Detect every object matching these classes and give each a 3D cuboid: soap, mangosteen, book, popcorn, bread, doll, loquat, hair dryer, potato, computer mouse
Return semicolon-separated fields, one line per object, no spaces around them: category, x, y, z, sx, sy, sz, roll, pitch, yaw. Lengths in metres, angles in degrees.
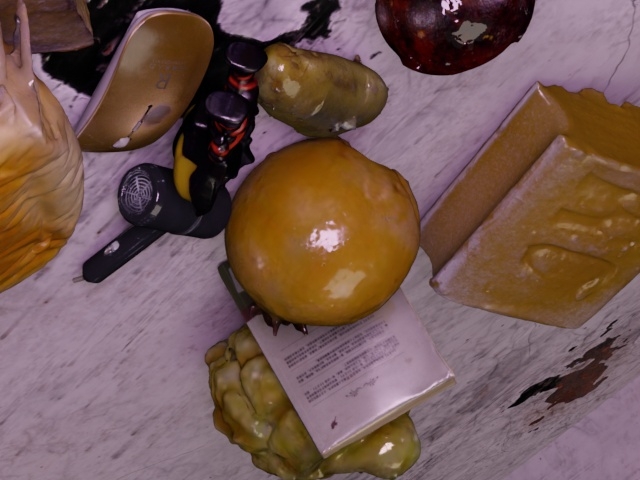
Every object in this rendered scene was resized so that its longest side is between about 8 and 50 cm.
soap;0.337;-0.044;1.812;0.293;0.156;0.335;13;133;-31
mangosteen;0.131;-0.258;1.304;0.166;0.166;0.180;-29;129;-2
book;0.017;0.105;1.660;0.201;0.289;0.026;-30;163;0
popcorn;-0.014;0.195;1.803;0.279;0.274;0.335;-6;177;-10
bread;-0.327;-0.062;1.073;0.236;0.183;0.388;-34;169;-16
doll;-0.106;-0.111;1.334;0.127;0.088;0.248;-48;176;-20
loquat;0.000;0.000;1.528;0.244;0.244;0.244;-24;153;-13
hair dryer;-0.216;-0.007;1.490;0.219;0.071;0.124;-35;153;29
potato;-0.005;-0.159;1.405;0.105;0.085;0.188;-44;146;21
potato;-0.263;-0.219;1.026;0.138;0.098;0.243;-15;168;-6
computer mouse;-0.178;-0.148;1.291;0.102;0.045;0.199;-1;141;-40
